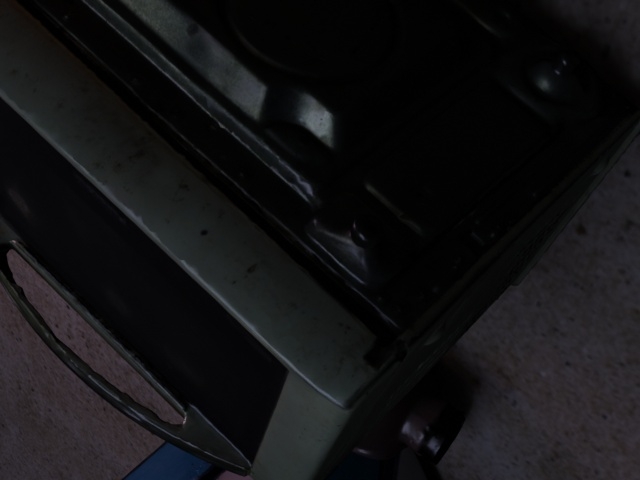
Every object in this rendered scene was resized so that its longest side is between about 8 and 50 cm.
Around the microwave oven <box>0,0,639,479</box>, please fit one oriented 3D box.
[{"bbox_3d":[-0.049,-0.081,0.682,0.394,0.333,0.247,42,147,12],"label":"microwave oven"}]

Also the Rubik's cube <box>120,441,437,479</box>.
[{"bbox_3d":[-0.046,0.356,1.080,0.307,0.305,0.310,-5,116,49],"label":"Rubik's cube"}]

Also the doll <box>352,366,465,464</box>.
[{"bbox_3d":[0.014,0.107,0.945,0.257,0.117,0.182,39,172,16],"label":"doll"}]
